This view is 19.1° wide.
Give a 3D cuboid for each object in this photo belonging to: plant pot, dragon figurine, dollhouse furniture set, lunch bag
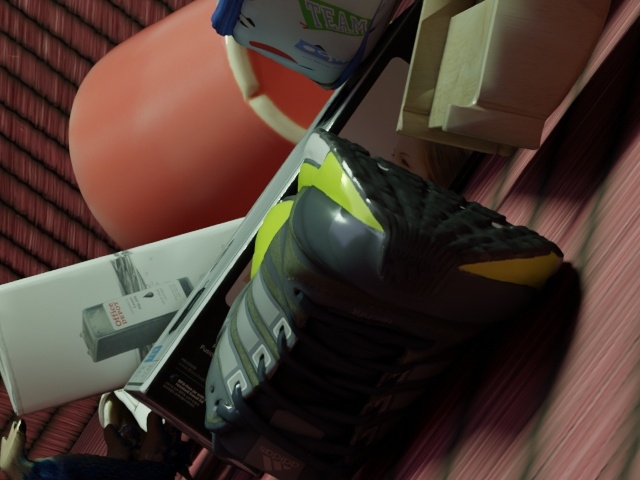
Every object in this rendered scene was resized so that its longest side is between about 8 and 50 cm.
[{"bbox_3d":[-0.060,-0.121,1.758,0.243,0.275,0.275,-34,19,52],"label":"plant pot"},{"bbox_3d":[-0.162,0.213,1.265,0.085,0.144,0.289,-48,27,39],"label":"dragon figurine"},{"bbox_3d":[0.151,-0.126,0.812,0.303,0.173,0.356,-129,51,-85],"label":"dollhouse furniture set"},{"bbox_3d":[0.048,-0.245,1.122,0.303,0.115,0.243,-61,1,-9],"label":"lunch bag"}]

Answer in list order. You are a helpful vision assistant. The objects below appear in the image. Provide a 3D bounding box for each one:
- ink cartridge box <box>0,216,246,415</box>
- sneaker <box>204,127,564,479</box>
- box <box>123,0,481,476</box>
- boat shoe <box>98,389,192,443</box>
[{"bbox_3d":[-0.120,0.051,1.320,0.217,0.092,0.158,-14,-3,-10],"label":"ink cartridge box"},{"bbox_3d":[0.013,0.042,0.772,0.300,0.111,0.121,121,174,-79],"label":"sneaker"},{"bbox_3d":[0.000,0.000,1.178,0.290,0.087,0.169,-54,5,-8],"label":"box"},{"bbox_3d":[-0.146,0.136,1.596,0.096,0.098,0.277,-54,6,-13],"label":"boat shoe"}]
